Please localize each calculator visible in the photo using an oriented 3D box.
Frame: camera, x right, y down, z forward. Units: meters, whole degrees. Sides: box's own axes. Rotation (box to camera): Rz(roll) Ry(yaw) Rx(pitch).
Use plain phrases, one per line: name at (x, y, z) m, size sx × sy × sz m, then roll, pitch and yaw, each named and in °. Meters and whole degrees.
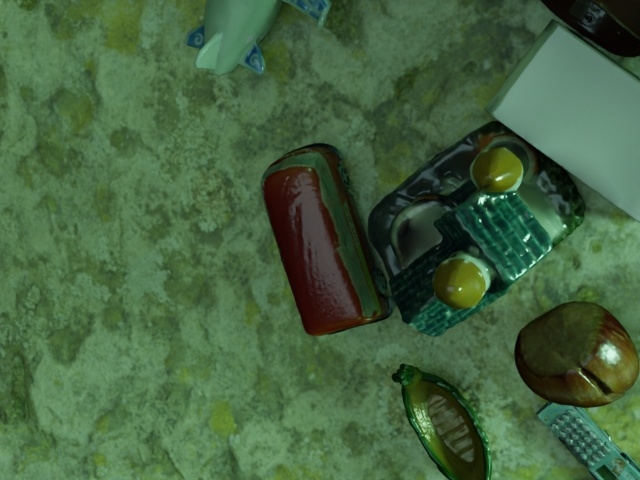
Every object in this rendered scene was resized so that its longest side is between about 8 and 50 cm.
calculator at (0.363, 0.276, 1.528) m, size 0.172 × 0.018 × 0.057 m, roll 47°, pitch 111°, yaw 8°

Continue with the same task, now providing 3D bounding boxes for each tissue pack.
tissue pack at (0.350, -0.144, 1.407) m, size 0.246 × 0.159 × 0.136 m, roll 38°, pitch 106°, yaw 14°

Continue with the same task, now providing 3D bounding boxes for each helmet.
helmet at (0.351, -0.303, 1.389) m, size 0.155 × 0.175 × 0.106 m, roll 33°, pitch 97°, yaw -13°

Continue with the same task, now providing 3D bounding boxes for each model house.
model house at (0.169, -0.007, 1.426) m, size 0.271 × 0.301 × 0.190 m, roll -36°, pitch 90°, yaw 21°

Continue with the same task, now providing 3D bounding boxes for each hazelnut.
hazelnut at (0.327, 0.151, 1.472) m, size 0.154 × 0.143 × 0.143 m, roll -15°, pitch 91°, yaw 30°

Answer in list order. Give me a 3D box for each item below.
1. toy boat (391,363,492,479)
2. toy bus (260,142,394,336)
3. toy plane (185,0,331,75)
toy boat at (0.174, 0.262, 1.559) m, size 0.089 × 0.088 × 0.229 m, roll -36°, pitch 83°, yaw 20°
toy bus at (0.000, 0.000, 1.578) m, size 0.121 × 0.120 × 0.265 m, roll -17°, pitch 91°, yaw 21°
toy plane at (-0.102, -0.353, 1.576) m, size 0.267 × 0.123 × 0.266 m, roll 2°, pitch 95°, yaw 19°
